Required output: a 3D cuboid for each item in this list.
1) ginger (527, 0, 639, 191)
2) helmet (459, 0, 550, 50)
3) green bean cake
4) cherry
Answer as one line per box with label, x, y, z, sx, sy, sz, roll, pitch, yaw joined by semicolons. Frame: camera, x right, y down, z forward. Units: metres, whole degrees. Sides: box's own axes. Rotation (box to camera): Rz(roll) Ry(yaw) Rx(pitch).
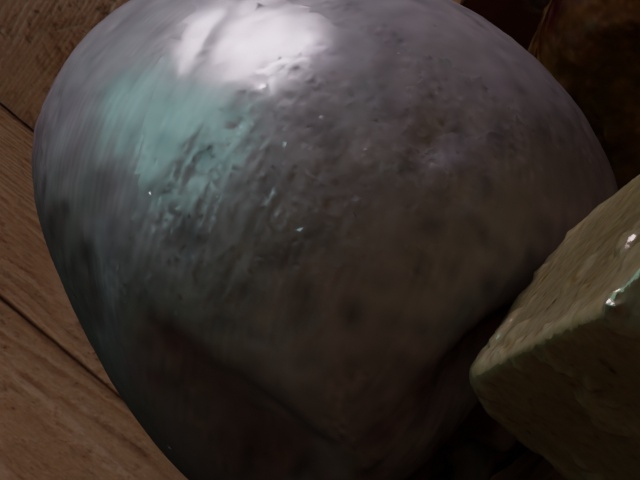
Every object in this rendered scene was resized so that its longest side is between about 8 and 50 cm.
ginger;0.265;-0.195;0.991;0.418;0.176;0.254;-57;1;40
helmet;0.276;-0.253;1.318;0.385;0.230;0.337;-59;3;-26
green bean cake;0.134;0.028;0.568;0.109;0.085;0.179;-51;1;-19
cherry;-0.004;0.000;0.784;0.291;0.335;0.326;-52;1;10
